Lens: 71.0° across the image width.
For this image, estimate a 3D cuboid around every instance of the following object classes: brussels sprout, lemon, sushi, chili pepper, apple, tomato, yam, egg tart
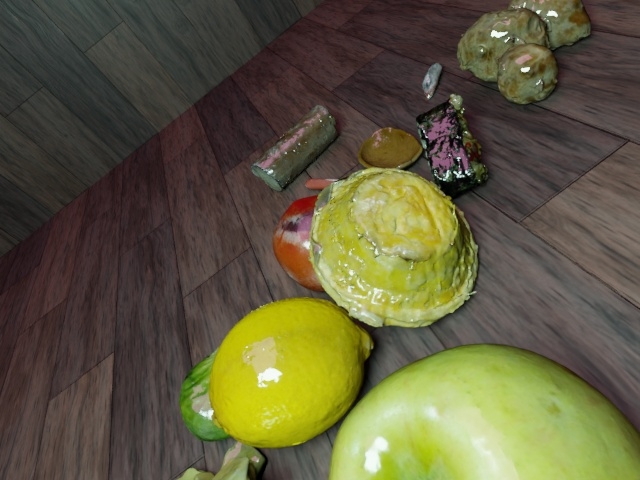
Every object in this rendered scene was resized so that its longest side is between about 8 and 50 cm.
[{"bbox_3d":[-0.198,0.296,0.871,0.145,0.131,0.183,-28,41,6],"label":"brussels sprout"},{"bbox_3d":[-0.054,0.215,0.750,0.263,0.236,0.236,-15,24,-33],"label":"lemon"},{"bbox_3d":[0.285,-0.189,0.969,0.115,0.147,0.212,-17,59,17],"label":"sushi"},{"bbox_3d":[0.318,-0.461,1.284,0.153,0.041,0.050,-64,1,-28],"label":"chili pepper"},{"bbox_3d":[0.164,0.277,0.443,0.338,0.305,0.338,-21,42,21],"label":"apple"},{"bbox_3d":[0.000,0.000,0.962,0.208,0.184,0.208,-24,39,21],"label":"tomato"},{"bbox_3d":[-0.071,-0.272,1.353,0.279,0.131,0.131,-44,37,-7],"label":"yam"},{"bbox_3d":[0.134,-0.015,0.798,0.341,0.132,0.341,2,58,-3],"label":"egg tart"}]

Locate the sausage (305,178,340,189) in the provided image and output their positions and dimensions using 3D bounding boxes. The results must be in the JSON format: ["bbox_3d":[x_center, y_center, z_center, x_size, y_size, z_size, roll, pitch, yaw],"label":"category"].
[{"bbox_3d":[0.045,-0.148,1.200,0.253,0.034,0.034,11,59,46],"label":"sausage"}]

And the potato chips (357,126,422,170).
[{"bbox_3d":[0.176,-0.223,1.153,0.150,0.049,0.201,-40,35,-7],"label":"potato chips"}]

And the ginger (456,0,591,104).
[{"bbox_3d":[0.496,-0.490,1.069,0.256,0.176,0.375,29,70,32],"label":"ginger"}]

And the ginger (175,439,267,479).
[{"bbox_3d":[-0.214,0.460,0.660,0.413,0.211,0.358,-33,36,9],"label":"ginger"}]
